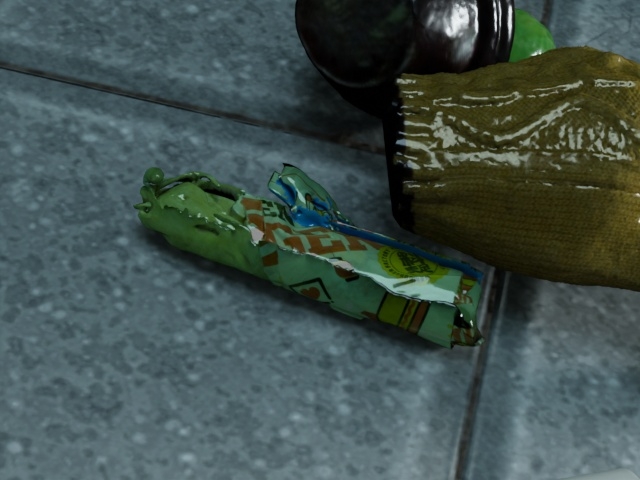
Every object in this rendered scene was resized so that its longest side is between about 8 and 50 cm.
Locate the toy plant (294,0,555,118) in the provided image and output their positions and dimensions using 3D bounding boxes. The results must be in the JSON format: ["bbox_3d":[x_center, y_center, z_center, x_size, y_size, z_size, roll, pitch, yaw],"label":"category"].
[{"bbox_3d":[0.087,-0.189,1.518,0.218,0.175,0.235,46,27,22],"label":"toy plant"}]

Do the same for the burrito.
[{"bbox_3d":[0.000,0.000,1.381,0.288,0.054,0.104,19,45,9],"label":"burrito"}]

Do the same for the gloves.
[{"bbox_3d":[0.216,-0.055,1.377,0.356,0.155,0.203,10,36,-10],"label":"gloves"}]

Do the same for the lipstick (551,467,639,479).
[{"bbox_3d":[0.054,0.214,1.155,0.327,0.087,0.087,-7,47,-16],"label":"lipstick"}]
